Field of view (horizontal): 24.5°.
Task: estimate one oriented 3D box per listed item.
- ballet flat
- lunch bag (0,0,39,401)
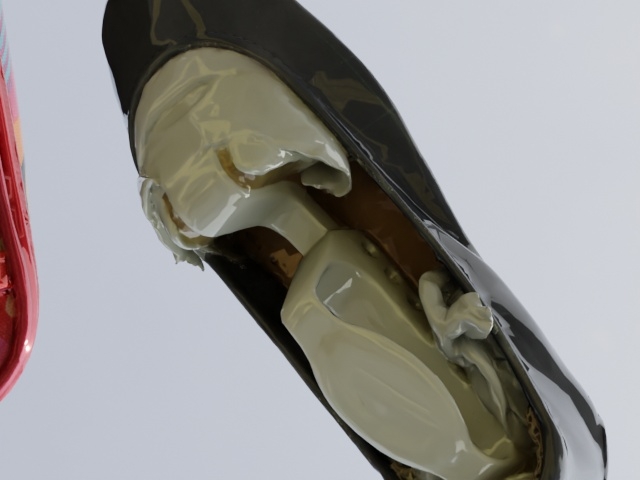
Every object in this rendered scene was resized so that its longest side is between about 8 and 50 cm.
[{"bbox_3d":[0.000,0.000,0.389,0.074,0.074,0.203,-37,-99,-9],"label":"ballet flat"},{"bbox_3d":[-0.243,-0.009,0.480,0.293,0.120,0.258,-10,-83,-10],"label":"lunch bag"}]
